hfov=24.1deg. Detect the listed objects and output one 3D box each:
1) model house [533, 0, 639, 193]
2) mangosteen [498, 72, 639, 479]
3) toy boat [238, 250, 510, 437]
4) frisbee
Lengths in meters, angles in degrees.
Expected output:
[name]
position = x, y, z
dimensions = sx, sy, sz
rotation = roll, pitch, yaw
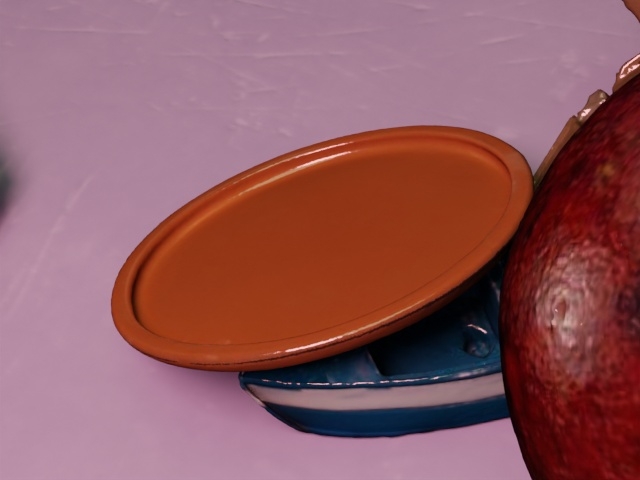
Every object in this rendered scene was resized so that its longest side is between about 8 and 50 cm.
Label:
[model house]
position = 0.201, -0.103, 0.870
dimensions = 0.248, 0.176, 0.181
rotation = -37, 11, 14
[mangosteen]
position = 0.225, 0.045, 0.631
dimensions = 0.300, 0.300, 0.300
rotation = -5, 47, 6
[toy boat]
position = 0.103, 0.047, 0.816
dimensions = 0.299, 0.061, 0.096
rotation = -16, 48, -5
[frisbee]
position = 0.000, 0.000, 0.849
dimensions = 0.251, 0.021, 0.251
rotation = -15, 27, 8
